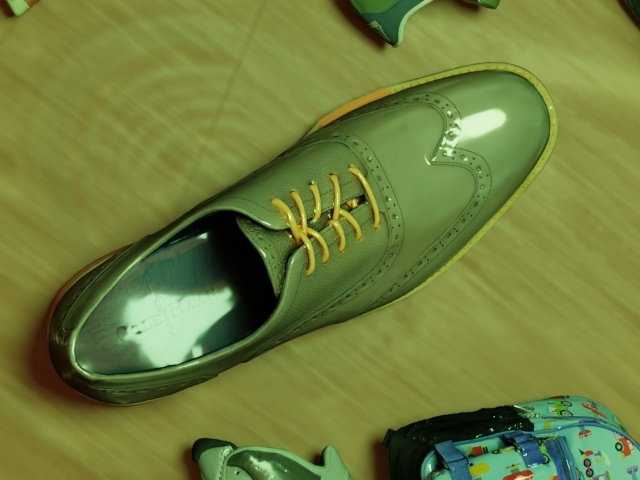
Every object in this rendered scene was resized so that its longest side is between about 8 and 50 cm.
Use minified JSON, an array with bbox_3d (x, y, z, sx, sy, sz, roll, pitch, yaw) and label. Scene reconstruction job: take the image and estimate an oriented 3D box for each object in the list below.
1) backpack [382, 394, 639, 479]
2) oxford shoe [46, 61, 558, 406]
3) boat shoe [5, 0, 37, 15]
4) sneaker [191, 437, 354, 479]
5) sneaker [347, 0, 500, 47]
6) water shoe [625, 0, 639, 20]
[{"bbox_3d":[0.142,0.179,1.045,0.173,0.117,0.158,-9,93,-17],"label":"backpack"},{"bbox_3d":[0.000,0.000,1.023,0.363,0.133,0.130,-32,93,-7],"label":"oxford shoe"},{"bbox_3d":[-0.222,-0.204,1.041,0.043,0.049,0.137,-43,99,-4],"label":"boat shoe"},{"bbox_3d":[-0.075,0.198,1.044,0.228,0.086,0.132,-24,88,-17],"label":"sneaker"},{"bbox_3d":[0.102,-0.194,1.078,0.192,0.064,0.086,-27,100,-7],"label":"sneaker"},{"bbox_3d":[0.285,-0.154,1.104,0.203,0.073,0.080,38,49,3],"label":"water shoe"}]
